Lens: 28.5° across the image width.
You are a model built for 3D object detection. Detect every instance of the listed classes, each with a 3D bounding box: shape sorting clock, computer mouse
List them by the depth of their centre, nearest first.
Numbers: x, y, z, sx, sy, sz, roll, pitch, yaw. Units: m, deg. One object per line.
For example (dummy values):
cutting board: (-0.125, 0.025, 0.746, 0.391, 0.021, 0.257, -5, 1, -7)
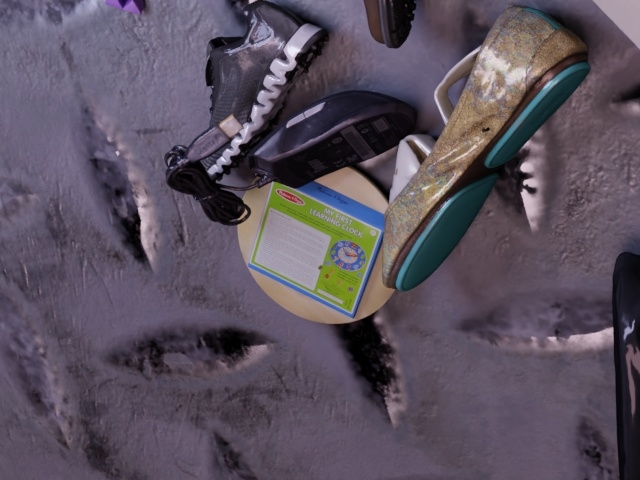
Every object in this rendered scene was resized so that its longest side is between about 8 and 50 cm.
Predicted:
computer mouse: (-0.040, -0.113, 1.324, 0.262, 0.184, 0.060, -26, 64, 17)
shape sorting clock: (0.000, 0.000, 1.449, 0.206, 0.040, 0.206, 12, 120, 21)

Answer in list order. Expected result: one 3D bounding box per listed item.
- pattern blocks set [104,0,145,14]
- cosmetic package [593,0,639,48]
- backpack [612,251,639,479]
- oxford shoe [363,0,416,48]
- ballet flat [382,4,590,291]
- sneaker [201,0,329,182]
pattern blocks set: (-0.172, -0.344, 1.274, 0.285, 0.026, 0.325, 26, 142, -15)
cosmetic package: (0.376, -0.297, 1.050, 0.113, 0.160, 0.309, 45, 124, -5)
backpack: (0.474, 0.162, 1.236, 0.355, 0.273, 0.290, -2, 111, 10)
oxford shoe: (0.039, -0.299, 1.244, 0.096, 0.083, 0.227, -6, 103, 29)
ballet flat: (0.143, -0.096, 1.302, 0.123, 0.123, 0.348, 35, 126, 1)
sneaker: (-0.088, -0.168, 1.375, 0.106, 0.078, 0.234, 40, 125, 5)
